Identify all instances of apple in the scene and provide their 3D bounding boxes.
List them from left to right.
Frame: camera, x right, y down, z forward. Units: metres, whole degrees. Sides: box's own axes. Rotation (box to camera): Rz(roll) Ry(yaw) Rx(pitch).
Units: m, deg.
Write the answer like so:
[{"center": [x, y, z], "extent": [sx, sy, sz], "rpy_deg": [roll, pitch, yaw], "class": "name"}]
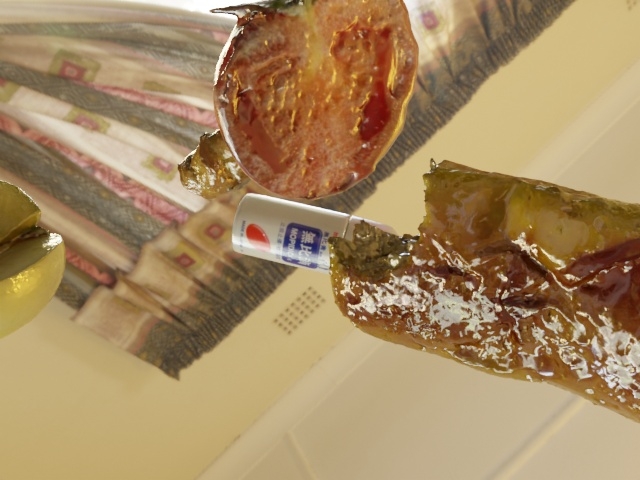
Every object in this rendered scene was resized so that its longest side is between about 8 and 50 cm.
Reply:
[{"center": [-0.625, 0.051, 1.040], "extent": [0.258, 0.295, 0.233], "rpy_deg": [-37, 161, -43], "class": "apple"}]

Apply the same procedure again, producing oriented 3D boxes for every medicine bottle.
[{"center": [0.000, 0.000, 1.158], "extent": [0.341, 0.130, 0.130], "rpy_deg": [13, -123, 7], "class": "medicine bottle"}]

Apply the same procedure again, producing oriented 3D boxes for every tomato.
[{"center": [-0.016, -0.224, 0.796], "extent": [0.309, 0.309, 0.170], "rpy_deg": [-39, -143, 5], "class": "tomato"}]

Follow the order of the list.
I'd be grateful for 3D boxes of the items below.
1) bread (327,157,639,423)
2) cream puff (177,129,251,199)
[{"center": [0.179, 0.035, 0.453], "extent": [0.380, 0.185, 0.109], "rpy_deg": [14, -145, 28], "class": "bread"}, {"center": [-0.231, -0.198, 1.416], "extent": [0.241, 0.155, 0.269], "rpy_deg": [-41, -174, -25], "class": "cream puff"}]
